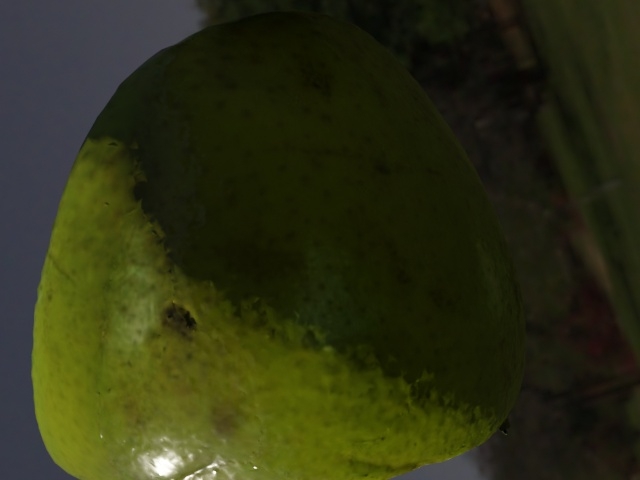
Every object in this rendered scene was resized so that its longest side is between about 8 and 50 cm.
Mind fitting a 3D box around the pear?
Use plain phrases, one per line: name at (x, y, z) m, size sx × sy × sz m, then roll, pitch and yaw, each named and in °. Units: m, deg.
pear at (-0.002, 0.001, 0.990) m, size 0.139 × 0.288 × 0.239 m, roll 16°, pitch 113°, yaw 64°
